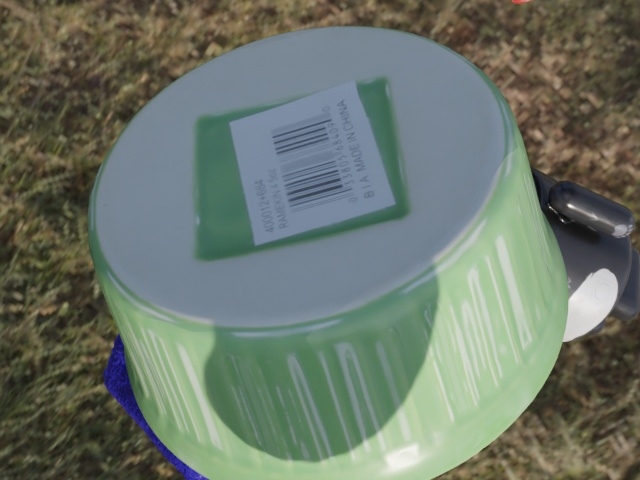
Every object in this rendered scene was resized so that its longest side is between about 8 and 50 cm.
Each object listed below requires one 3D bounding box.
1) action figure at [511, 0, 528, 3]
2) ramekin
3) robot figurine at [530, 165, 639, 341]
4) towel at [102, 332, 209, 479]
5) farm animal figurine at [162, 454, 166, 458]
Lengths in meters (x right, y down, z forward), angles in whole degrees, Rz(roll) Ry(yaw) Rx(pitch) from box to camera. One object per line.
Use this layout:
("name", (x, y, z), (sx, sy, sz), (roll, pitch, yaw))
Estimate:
("action figure", (0.200, -0.312, 1.320), (0.091, 0.139, 0.280), (65, 23, 8))
("ramekin", (0.000, 0.000, 0.851), (0.303, 0.148, 0.303), (-8, 46, 9))
("robot figurine", (0.243, 0.009, 1.530), (0.278, 0.209, 0.173), (25, 17, -25))
("towel", (-0.144, 0.079, 1.439), (0.076, 0.308, 0.227), (3, 23, -34))
("farm animal figurine", (-0.060, 0.129, 1.727), (0.330, 0.327, 0.172), (0, 19, 15))
